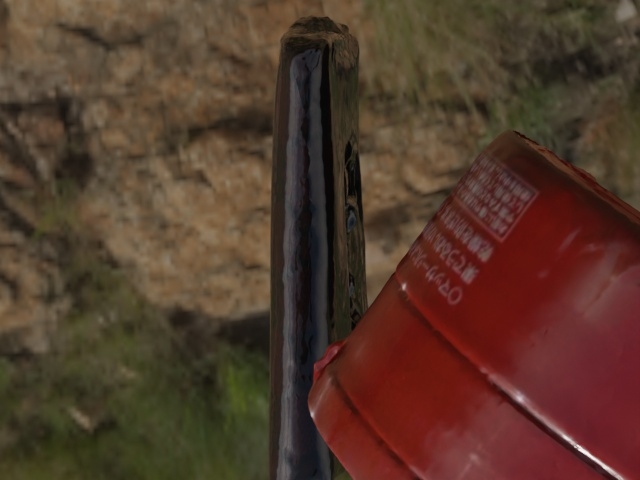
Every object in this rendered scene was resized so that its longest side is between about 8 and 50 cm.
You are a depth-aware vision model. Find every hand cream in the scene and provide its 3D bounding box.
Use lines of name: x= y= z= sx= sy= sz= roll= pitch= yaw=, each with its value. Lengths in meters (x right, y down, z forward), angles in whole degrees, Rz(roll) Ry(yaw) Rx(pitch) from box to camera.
hand cream: x=0.104 y=0.060 z=0.582 sx=0.193 sy=0.193 sz=0.125 roll=28 pitch=101 yaw=-33

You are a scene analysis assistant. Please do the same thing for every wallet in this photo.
wallet: x=0.000 y=0.000 z=0.875 sx=0.049 sy=0.182 sz=0.229 roll=0 pitch=100 yaw=6
